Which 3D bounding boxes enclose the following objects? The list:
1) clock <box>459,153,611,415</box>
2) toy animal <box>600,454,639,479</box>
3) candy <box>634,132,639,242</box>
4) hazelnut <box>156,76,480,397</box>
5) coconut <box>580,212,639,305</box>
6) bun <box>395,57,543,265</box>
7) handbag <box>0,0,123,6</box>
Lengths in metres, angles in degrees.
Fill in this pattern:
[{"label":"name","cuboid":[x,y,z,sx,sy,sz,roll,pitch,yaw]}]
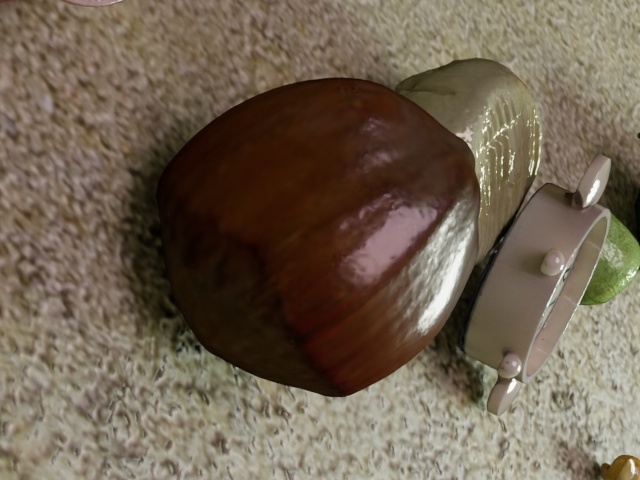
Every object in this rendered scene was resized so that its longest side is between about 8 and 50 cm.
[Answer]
[{"label":"clock","cuboid":[0.165,0.032,1.544,0.155,0.063,0.229,-30,142,-62]},{"label":"toy animal","cuboid":[0.276,0.222,1.709,0.060,0.081,0.083,-13,115,-50]},{"label":"candy","cuboid":[0.329,-0.017,1.815,0.203,0.078,0.141,24,76,-61]},{"label":"hazelnut","cuboid":[0.003,0.003,1.284,0.210,0.210,0.186,61,38,-26]},{"label":"coconut","cuboid":[0.225,0.014,1.660,0.096,0.088,0.088,46,50,-30]},{"label":"bun","cuboid":[0.094,-0.058,1.493,0.188,0.111,0.164,-47,139,-48]},{"label":"handbag","cuboid":[-0.171,-0.228,1.156,0.179,0.116,0.205,50,49,-35]}]
